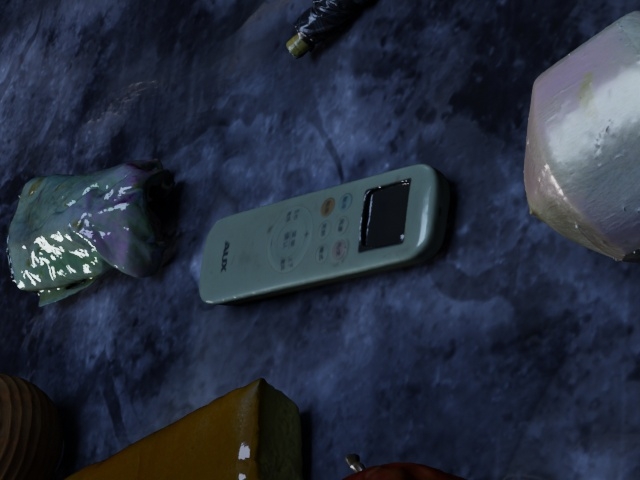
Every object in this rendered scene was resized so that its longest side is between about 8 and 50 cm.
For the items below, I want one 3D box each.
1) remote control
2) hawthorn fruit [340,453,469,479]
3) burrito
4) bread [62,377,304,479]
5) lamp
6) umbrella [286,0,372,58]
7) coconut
[{"bbox_3d":[-0.001,0.001,1.704,0.309,0.038,0.090,-13,62,48],"label":"remote control"},{"bbox_3d":[0.051,0.247,1.348,0.242,0.242,0.272,-49,28,24],"label":"hawthorn fruit"},{"bbox_3d":[-0.236,-0.019,1.982,0.229,0.089,0.144,-16,62,50],"label":"burrito"},{"bbox_3d":[-0.147,0.248,1.725,0.361,0.077,0.138,-30,48,41],"label":"bread"},{"bbox_3d":[-0.322,0.199,1.935,0.136,0.136,0.136,-29,50,41],"label":"lamp"},{"bbox_3d":[0.020,-0.222,1.798,0.144,0.037,0.040,-42,56,27],"label":"umbrella"},{"bbox_3d":[0.219,-0.061,1.350,0.183,0.171,0.171,-41,43,28],"label":"coconut"}]
